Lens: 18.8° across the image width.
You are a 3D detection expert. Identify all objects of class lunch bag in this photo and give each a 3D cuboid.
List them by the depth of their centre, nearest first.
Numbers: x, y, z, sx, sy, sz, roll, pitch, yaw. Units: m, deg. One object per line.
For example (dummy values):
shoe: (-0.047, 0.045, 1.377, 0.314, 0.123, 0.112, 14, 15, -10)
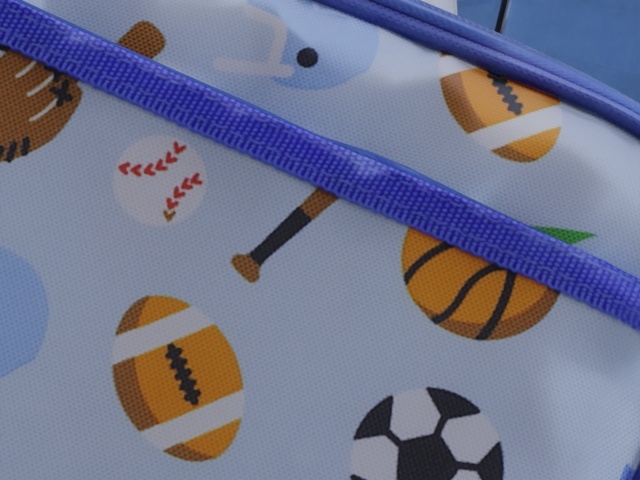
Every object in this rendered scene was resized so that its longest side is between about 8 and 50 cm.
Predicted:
lunch bag: (-0.060, 0.021, 0.494, 0.303, 0.243, 0.115, 25, -13, 3)

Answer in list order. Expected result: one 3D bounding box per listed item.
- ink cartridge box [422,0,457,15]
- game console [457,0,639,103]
ink cartridge box: (0.000, 0.000, 1.043, 0.211, 0.121, 0.289, 118, -28, -68)
game console: (0.127, -0.141, 1.511, 0.342, 0.060, 0.387, 14, -71, 6)
